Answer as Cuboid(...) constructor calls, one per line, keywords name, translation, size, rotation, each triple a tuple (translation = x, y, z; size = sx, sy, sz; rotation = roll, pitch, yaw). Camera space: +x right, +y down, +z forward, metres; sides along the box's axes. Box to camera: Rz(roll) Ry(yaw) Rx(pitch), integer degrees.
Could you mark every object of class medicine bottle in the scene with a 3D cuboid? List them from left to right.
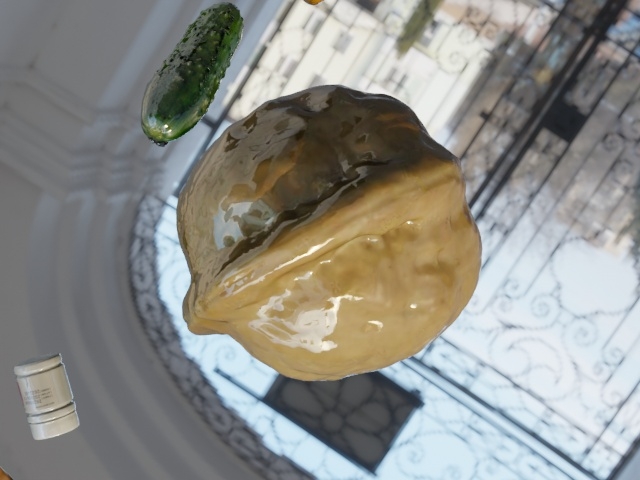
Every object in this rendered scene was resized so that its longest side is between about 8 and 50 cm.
Cuboid(name="medicine bottle", translation=(-0.326, 0.185, 1.364), size=(0.058, 0.058, 0.091), rotation=(-38, -66, -79))

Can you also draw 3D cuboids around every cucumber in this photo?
Cuboid(name="cucumber", translation=(-0.128, -0.180, 1.183), size=(0.069, 0.069, 0.227), rotation=(31, -131, -10))

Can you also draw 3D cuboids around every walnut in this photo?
Cuboid(name="walnut", translation=(0.006, -0.011, 1.403), size=(0.383, 0.384, 0.383), rotation=(31, -169, -7))

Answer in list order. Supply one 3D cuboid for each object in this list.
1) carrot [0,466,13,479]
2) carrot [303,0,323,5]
Cuboid(name="carrot", translation=(-0.385, 0.268, 0.952), size=(0.307, 0.258, 0.100), rotation=(-1, -159, 14))
Cuboid(name="carrot", translation=(-0.009, -0.302, 1.304), size=(0.061, 0.061, 0.210), rotation=(30, -160, -13))
